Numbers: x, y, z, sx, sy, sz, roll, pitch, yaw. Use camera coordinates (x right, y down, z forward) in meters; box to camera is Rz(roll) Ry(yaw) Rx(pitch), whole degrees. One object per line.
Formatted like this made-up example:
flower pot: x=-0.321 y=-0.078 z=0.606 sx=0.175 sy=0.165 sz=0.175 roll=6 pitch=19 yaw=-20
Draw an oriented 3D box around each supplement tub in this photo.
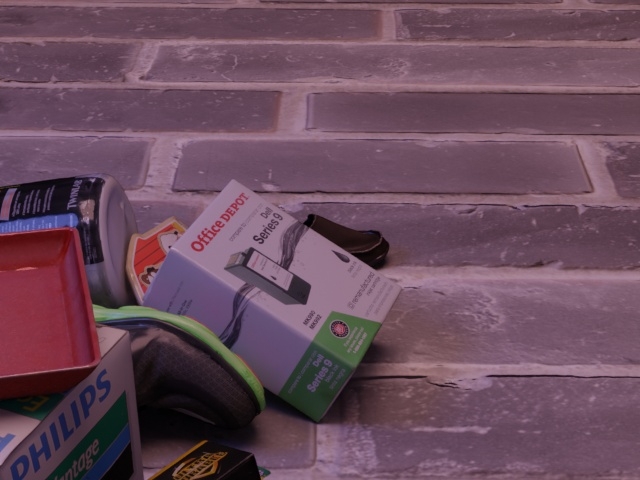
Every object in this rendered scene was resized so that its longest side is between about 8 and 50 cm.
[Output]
supplement tub: x=-0.441 y=0.025 z=1.776 sx=0.337 sy=0.207 sz=0.207 roll=-7 pitch=29 yaw=7

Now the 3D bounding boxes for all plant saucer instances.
plant saucer: x=-0.342 y=0.078 z=1.152 sx=0.259 sy=0.048 sz=0.258 roll=-6 pitch=29 yaw=-13

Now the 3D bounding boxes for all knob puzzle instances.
knob puzzle: x=-0.192 y=0.051 z=1.762 sx=0.213 sy=0.030 sz=0.213 roll=24 pitch=37 yaw=-20

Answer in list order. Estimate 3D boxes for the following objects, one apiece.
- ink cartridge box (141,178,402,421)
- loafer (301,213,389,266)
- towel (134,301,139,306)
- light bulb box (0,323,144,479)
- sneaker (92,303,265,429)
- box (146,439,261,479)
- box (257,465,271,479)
ink cartridge box: x=-0.064 y=0.076 z=1.692 sx=0.289 sy=0.121 sz=0.211 roll=33 pitch=36 yaw=2
loafer: x=0.000 y=0.000 z=1.974 sx=0.220 sy=0.078 sz=0.080 roll=-1 pitch=30 yaw=-1
towel: x=-0.165 y=0.081 z=1.880 sx=0.324 sy=0.038 sz=0.248 roll=12 pitch=32 yaw=22
light bulb box: x=-0.380 y=0.254 z=1.252 sx=0.357 sy=0.361 sz=0.225 roll=12 pitch=32 yaw=18
sneaker: x=-0.310 y=0.180 z=1.581 sx=0.482 sy=0.185 sz=0.202 roll=12 pitch=61 yaw=-3
box: x=-0.160 y=0.374 z=1.144 sx=0.079 sy=0.257 sz=0.322 roll=6 pitch=28 yaw=42
box: x=-0.144 y=0.314 z=1.468 sx=0.105 sy=0.043 sz=0.179 roll=17 pitch=36 yaw=27
